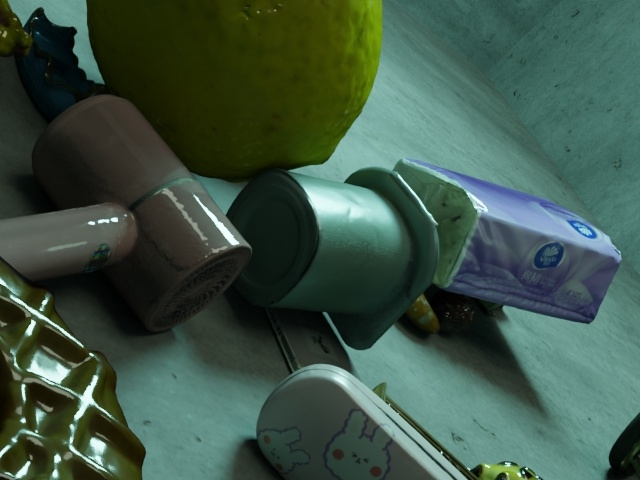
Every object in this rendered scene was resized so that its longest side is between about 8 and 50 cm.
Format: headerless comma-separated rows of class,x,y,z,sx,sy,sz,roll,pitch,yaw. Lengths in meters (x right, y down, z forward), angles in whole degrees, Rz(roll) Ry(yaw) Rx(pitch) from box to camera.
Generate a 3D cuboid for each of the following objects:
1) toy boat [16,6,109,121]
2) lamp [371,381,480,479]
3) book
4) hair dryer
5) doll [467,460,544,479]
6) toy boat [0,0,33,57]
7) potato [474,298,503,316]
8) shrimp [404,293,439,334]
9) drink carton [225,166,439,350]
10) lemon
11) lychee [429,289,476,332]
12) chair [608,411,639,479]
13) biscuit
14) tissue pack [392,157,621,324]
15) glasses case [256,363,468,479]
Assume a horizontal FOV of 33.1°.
toy boat,-0.285,-0.194,1.209,0.075,0.077,0.185,28,26,-43
lamp,0.148,0.293,1.124,0.325,0.090,0.089,43,19,-10
book,-0.018,0.101,1.274,0.127,0.014,0.181,27,27,-43
hair dryer,-0.231,-0.019,0.940,0.210,0.125,0.352,51,26,15
doll,0.289,0.347,1.316,0.291,0.086,0.117,36,-8,-30
toy boat,-0.392,-0.292,1.161,0.141,0.099,0.318,13,40,-52
potato,0.310,0.084,1.919,0.086,0.061,0.122,52,21,12
shrimp,0.110,0.063,1.586,0.187,0.051,0.132,54,-1,10
drink carton,0.000,0.000,1.233,0.189,0.191,0.185,13,38,-46
lemon,-0.095,-0.236,1.241,0.350,0.350,0.387,-114,-165,-45
lychee,0.199,0.106,1.634,0.083,0.068,0.067,50,30,-56
chair,0.688,0.403,1.668,0.410,0.362,0.364,51,19,28
biscuit,-0.255,0.085,0.666,0.366,0.115,0.268,42,20,-16
tissue pack,0.277,-0.003,1.718,0.338,0.160,0.242,15,15,-35
glasses case,0.066,0.240,1.024,0.297,0.113,0.075,43,17,-7
